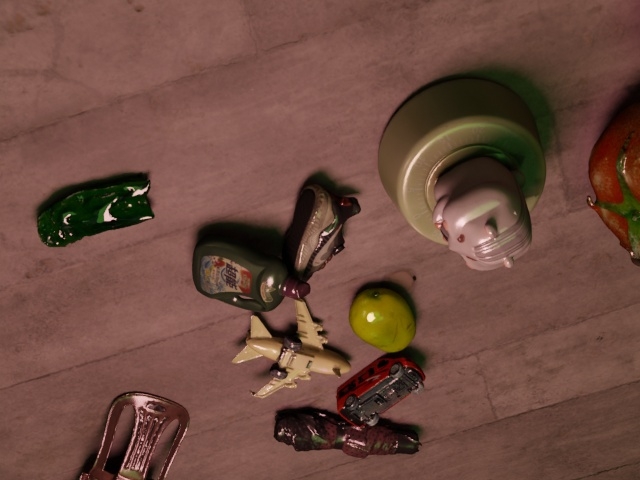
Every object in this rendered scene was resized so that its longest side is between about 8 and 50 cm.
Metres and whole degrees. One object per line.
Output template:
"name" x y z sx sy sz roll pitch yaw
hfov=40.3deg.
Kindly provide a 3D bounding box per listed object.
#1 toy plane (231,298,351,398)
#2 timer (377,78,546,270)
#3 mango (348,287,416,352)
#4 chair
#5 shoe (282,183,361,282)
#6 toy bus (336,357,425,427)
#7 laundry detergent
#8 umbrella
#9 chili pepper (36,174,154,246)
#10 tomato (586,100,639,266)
"toy plane" -0.046 0.230 1.752 0.244 0.092 0.229 20 106 -15
"timer" 0.257 -0.074 1.444 0.291 0.315 0.290 -2 125 -4
"mango" 0.127 0.155 1.727 0.163 0.089 0.117 32 108 -37
"chair" -0.417 0.493 1.874 0.176 0.183 0.326 23 74 -19
"shoe" 0.000 0.000 1.602 0.112 0.099 0.227 0 129 -22
"toy bus" 0.125 0.303 1.817 0.195 0.089 0.081 -39 120 19
"laundry detergent" -0.123 0.072 1.589 0.222 0.078 0.144 18 128 16
"umbrella" 0.060 0.420 1.891 0.326 0.090 0.094 7 120 -11
"chili pepper" -0.395 -0.050 1.542 0.224 0.061 0.098 -18 117 8
"tomato" 0.617 -0.101 1.488 0.239 0.303 0.303 -38 124 -14
